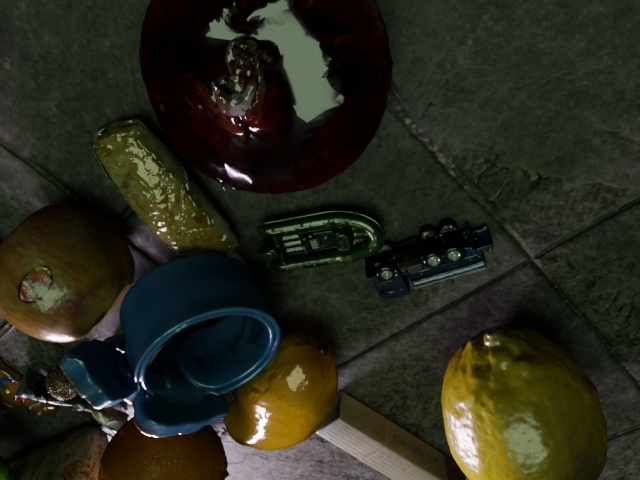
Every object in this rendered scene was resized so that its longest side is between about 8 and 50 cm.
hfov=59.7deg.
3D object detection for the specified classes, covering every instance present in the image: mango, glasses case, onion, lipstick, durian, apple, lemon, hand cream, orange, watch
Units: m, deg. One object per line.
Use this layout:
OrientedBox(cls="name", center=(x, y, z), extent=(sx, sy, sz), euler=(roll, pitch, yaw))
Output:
OrientedBox(cls="mango", center=(-0.074, 0.300, 1.069), extent=(0.187, 0.144, 0.359), euler=(26, 130, 1))
OrientedBox(cls="glasses case", center=(-0.657, 0.556, 1.297), extent=(0.425, 0.156, 0.098), euler=(-28, 127, 23))
OrientedBox(cls="onion", center=(-0.065, -0.189, 0.659), extent=(0.314, 0.232, 0.314), euler=(2, 124, 3))
OrientedBox(cls="lipstick", center=(0.158, 0.450, 1.188), extent=(0.371, 0.076, 0.080), euler=(36, 123, -19))
OrientedBox(cls="durian", center=(-0.518, 0.291, 1.142), extent=(0.091, 0.080, 0.080), euler=(45, 120, 2))
OrientedBox(cls="apple", center=(-0.407, 0.052, 0.884), extent=(0.188, 0.211, 0.211), euler=(36, 121, -10))
OrientedBox(cls="lemon", center=(0.337, 0.297, 0.950), extent=(0.285, 0.285, 0.316), euler=(-39, 82, 28))
OrientedBox(cls="hand cream", center=(-0.522, 0.354, 1.191), extent=(0.248, 0.075, 0.052), euler=(31, 94, -22))
OrientedBox(cls="orange", center=(-0.322, 0.476, 1.163), extent=(0.264, 0.264, 0.264), euler=(3, 126, 4))
OrientedBox(cls="watch", center=(-0.234, 0.148, 0.900), extent=(0.305, 0.241, 0.274), euler=(19, 119, -47))

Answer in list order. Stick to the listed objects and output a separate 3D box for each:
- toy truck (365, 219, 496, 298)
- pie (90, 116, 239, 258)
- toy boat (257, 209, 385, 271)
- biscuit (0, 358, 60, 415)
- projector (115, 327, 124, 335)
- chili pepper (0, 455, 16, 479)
OrientedBox(cls="toy truck", center=(0.176, 0.030, 0.896), extent=(0.202, 0.074, 0.088), euler=(-19, 130, 17))
OrientedBox(cls="pie", center=(-0.239, -0.060, 0.874), extent=(0.129, 0.068, 0.282), euler=(-21, 125, 20))
OrientedBox(cls="toy boat", center=(0.000, 0.000, 0.899), extent=(0.210, 0.052, 0.104), euler=(-7, 122, 12))
OrientedBox(cls="biscuit", center=(-0.663, 0.325, 1.214), extent=(0.138, 0.031, 0.205), euler=(-35, 117, 26))
OrientedBox(cls="projector", center=(-0.378, 0.233, 1.085), extent=(0.083, 0.082, 0.083), euler=(33, 122, -16))
OrientedBox(cls="chili pepper", center=(-0.823, 0.428, 1.174), extent=(0.213, 0.167, 0.385), euler=(-20, 102, 30))
